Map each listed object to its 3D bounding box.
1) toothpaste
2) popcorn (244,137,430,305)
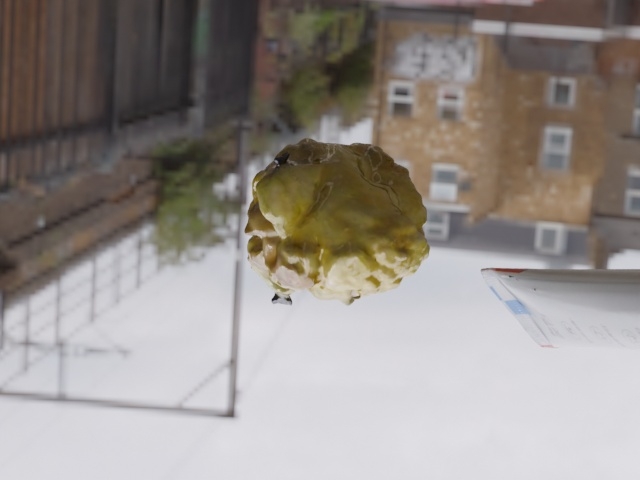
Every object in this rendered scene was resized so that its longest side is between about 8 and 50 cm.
[{"bbox_3d":[0.125,0.027,0.627,0.031,0.048,0.190,-47,-163,-19],"label":"toothpaste"},{"bbox_3d":[0.000,0.000,0.690,0.084,0.084,0.084,4,-170,-1],"label":"popcorn"}]
